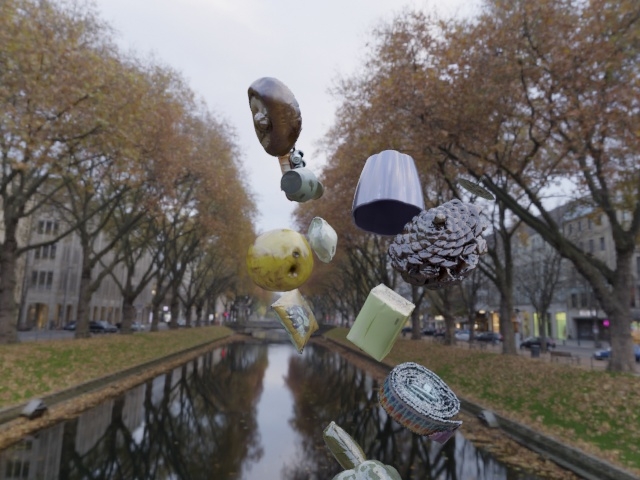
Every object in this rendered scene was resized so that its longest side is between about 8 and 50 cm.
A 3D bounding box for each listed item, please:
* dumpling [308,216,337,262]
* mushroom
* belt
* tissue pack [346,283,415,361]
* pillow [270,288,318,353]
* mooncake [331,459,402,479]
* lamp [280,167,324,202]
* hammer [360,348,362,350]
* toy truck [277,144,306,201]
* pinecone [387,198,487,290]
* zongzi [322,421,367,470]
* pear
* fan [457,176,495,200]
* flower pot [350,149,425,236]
[{"bbox_3d":[-0.002,0.002,2.046,0.111,0.180,0.155,20,-15,-28],"label":"dumpling"},{"bbox_3d":[-0.149,-0.394,1.524,0.154,0.252,0.253,-15,-5,-16],"label":"mushroom"},{"bbox_3d":[0.365,0.599,1.768,0.295,0.206,0.160,28,-50,1],"label":"belt"},{"bbox_3d":[0.222,0.301,1.753,0.159,0.234,0.125,34,26,19],"label":"tissue pack"},{"bbox_3d":[-0.130,0.408,2.539,0.119,0.310,0.312,-30,6,23],"label":"pillow"},{"bbox_3d":[0.141,0.811,1.472,0.275,0.274,0.135,6,18,-23],"label":"mooncake"},{"bbox_3d":[-0.059,-0.189,1.641,0.122,0.121,0.215,-2,0,22],"label":"lamp"},{"bbox_3d":[0.255,0.445,2.052,0.058,0.029,0.292,9,3,29],"label":"hammer"},{"bbox_3d":[-0.131,-0.314,2.191,0.136,0.270,0.114,-8,27,13],"label":"toy truck"},{"bbox_3d":[0.355,0.026,1.435,0.299,0.242,0.296,-32,-13,-10],"label":"pinecone"},{"bbox_3d":[0.112,0.899,1.987,0.115,0.228,0.256,-40,6,-6],"label":"zongzi"},{"bbox_3d":[-0.163,0.082,1.928,0.281,0.280,0.280,2,-9,0],"label":"pear"},{"bbox_3d":[0.700,-0.245,2.105,0.191,0.009,0.329,32,0,14],"label":"fan"},{"bbox_3d":[0.244,-0.172,1.697,0.266,0.242,0.265,4,-29,3],"label":"flower pot"}]
